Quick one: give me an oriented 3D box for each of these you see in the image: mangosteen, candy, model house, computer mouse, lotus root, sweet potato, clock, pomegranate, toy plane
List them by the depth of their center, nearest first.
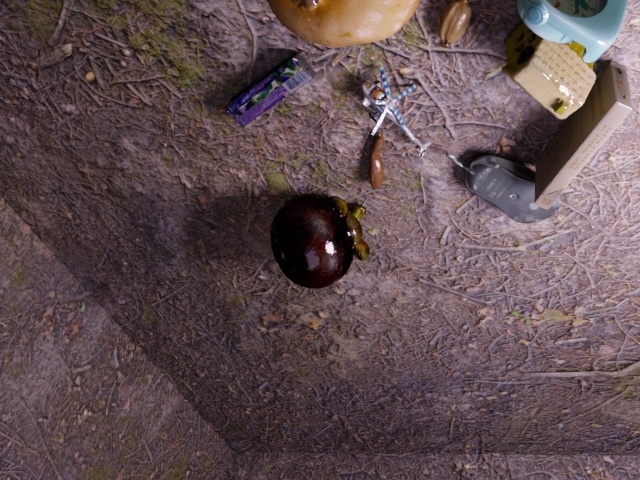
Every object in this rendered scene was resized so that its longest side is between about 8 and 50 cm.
[{"bbox_3d":[0.036,-0.627,1.445,0.411,0.412,0.412,10,136,10],"label":"pomegranate"},{"bbox_3d":[0.557,-0.552,1.483,0.274,0.224,0.094,27,155,1],"label":"clock"},{"bbox_3d":[0.565,-0.428,1.583,0.193,0.234,0.174,34,135,-19],"label":"model house"},{"bbox_3d":[0.343,-0.563,1.648,0.073,0.062,0.150,36,137,15],"label":"lotus root"},{"bbox_3d":[0.220,-0.369,1.887,0.273,0.107,0.182,23,96,-30],"label":"toy plane"},{"bbox_3d":[-0.154,-0.448,1.934,0.312,0.061,0.088,-25,120,36],"label":"candy"},{"bbox_3d":[0.545,-0.183,1.946,0.379,0.090,0.167,29,136,-3],"label":"computer mouse"},{"bbox_3d":[0.176,-0.255,2.026,0.050,0.050,0.214,8,132,11],"label":"sweet potato"},{"bbox_3d":[-0.012,0.003,2.177,0.330,0.330,0.330,10,136,10],"label":"mangosteen"}]

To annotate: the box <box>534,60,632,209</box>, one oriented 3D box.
[{"bbox_3d":[0.685,-0.272,1.719,0.051,0.205,0.365,23,136,-3],"label":"box"}]
